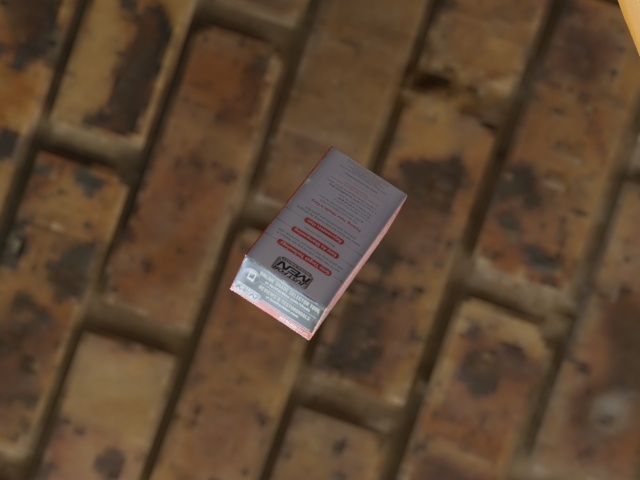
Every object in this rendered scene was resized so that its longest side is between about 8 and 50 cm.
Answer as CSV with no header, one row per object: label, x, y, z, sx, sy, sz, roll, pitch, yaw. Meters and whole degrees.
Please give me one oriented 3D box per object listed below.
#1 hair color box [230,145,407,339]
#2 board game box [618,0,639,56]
hair color box,0.000,0.000,1.407,0.141,0.072,0.043,-52,-7,-43
board game box,0.384,-0.140,0.852,0.356,0.356,0.356,-50,-36,-11
